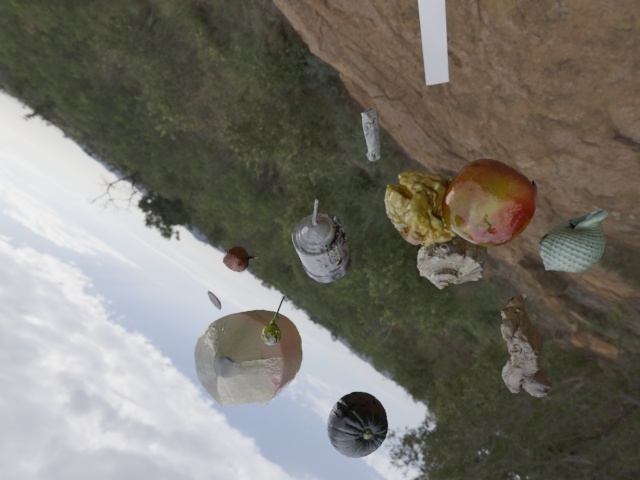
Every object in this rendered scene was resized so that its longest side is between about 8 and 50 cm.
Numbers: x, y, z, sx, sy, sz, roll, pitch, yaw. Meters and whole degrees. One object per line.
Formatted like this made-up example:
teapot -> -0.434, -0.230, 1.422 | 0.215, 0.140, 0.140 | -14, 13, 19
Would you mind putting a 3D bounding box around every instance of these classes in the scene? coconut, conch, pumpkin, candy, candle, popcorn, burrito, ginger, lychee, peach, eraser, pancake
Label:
coconut -> -0.224, 0.362, 1.266 | 0.297, 0.298, 0.309 | 34, -172, 20
conch -> 0.702, 0.014, 1.117 | 0.131, 0.200, 0.172 | 61, -157, 7
pumpkin -> 0.132, 0.708, 1.608 | 0.248, 0.248, 0.248 | 36, 172, 6
candy -> -0.083, 0.148, 0.779 | 0.123, 0.035, 0.035 | -76, -35, -55
candle -> 0.000, 0.000, 1.404 | 0.187, 0.187, 0.330 | 32, 159, 30
popcorn -> 0.322, -0.106, 1.275 | 0.265, 0.225, 0.332 | 41, -144, 11
burrito -> 0.200, -0.411, 1.594 | 0.064, 0.064, 0.203 | 25, 131, 54
conch -> 0.561, 0.040, 1.654 | 0.297, 0.352, 0.210 | 22, 178, -11
ginger -> 0.433, 0.243, 0.876 | 0.084, 0.122, 0.290 | -1, 130, 38
lychee -> -0.313, 0.075, 1.601 | 0.140, 0.101, 0.114 | 15, 159, 7
peach -> 0.438, -0.098, 1.068 | 0.231, 0.231, 0.231 | 36, 172, 6
eraser -> 0.357, -0.644, 1.280 | 0.076, 0.078, 0.298 | -2, 143, 19
pancake -> -0.495, 0.278, 1.904 | 0.115, 0.011, 0.115 | 32, 142, 29

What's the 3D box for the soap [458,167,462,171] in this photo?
soap -> 0.712, -0.213, 1.820 | 0.265, 0.160, 0.087 | 26, 167, 41
